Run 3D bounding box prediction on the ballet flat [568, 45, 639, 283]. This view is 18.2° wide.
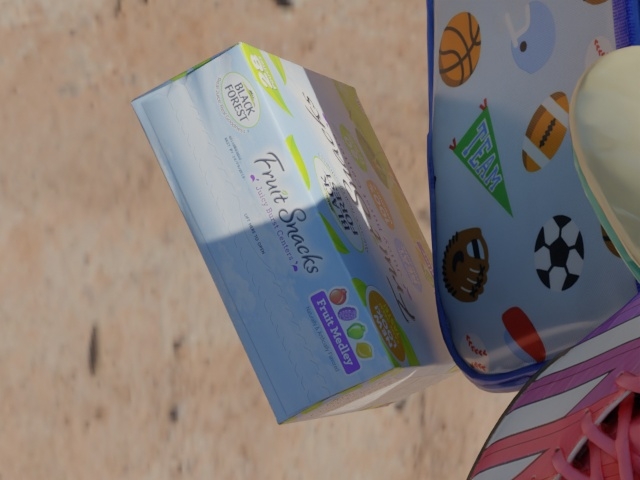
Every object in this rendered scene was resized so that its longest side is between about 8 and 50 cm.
[{"bbox_3d":[0.163,0.036,0.498,0.086,0.086,0.248,-37,85,-22],"label":"ballet flat"}]

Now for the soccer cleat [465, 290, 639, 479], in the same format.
[{"bbox_3d":[0.147,0.064,0.780,0.108,0.116,0.318,43,108,8],"label":"soccer cleat"}]

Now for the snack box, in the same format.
[{"bbox_3d":[0.000,0.000,1.024,0.070,0.207,0.174,-27,81,15],"label":"snack box"}]

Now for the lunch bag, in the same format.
[{"bbox_3d":[0.153,-0.081,0.971,0.115,0.243,0.303,4,77,-30],"label":"lunch bag"}]
